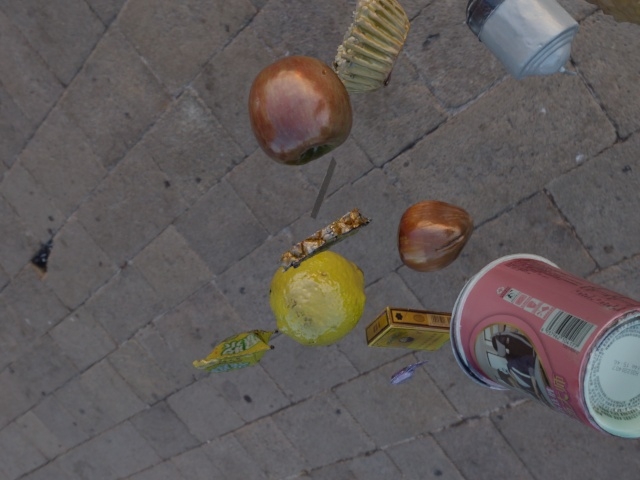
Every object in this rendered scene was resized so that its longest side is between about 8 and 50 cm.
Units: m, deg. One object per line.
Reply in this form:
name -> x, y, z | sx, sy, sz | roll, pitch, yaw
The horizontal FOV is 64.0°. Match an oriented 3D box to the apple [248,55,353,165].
apple -> -0.039, -0.236, 0.932 | 0.188, 0.188, 0.174 | -21, 83, 31

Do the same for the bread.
bread -> 0.120, -0.472, 1.239 | 0.149, 0.274, 0.274 | 26, 123, -7

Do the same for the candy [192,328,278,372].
candy -> -0.192, 0.266, 1.242 | 0.187, 0.297, 0.081 | -17, 85, -1

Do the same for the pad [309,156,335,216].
pad -> 0.012, -0.192, 1.910 | 0.003, 0.158, 0.235 | 21, 91, 7

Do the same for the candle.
candle -> 0.590, -0.599, 1.462 | 0.221, 0.221, 0.342 | -44, 74, 33

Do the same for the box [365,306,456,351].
box -> 0.345, 0.338, 1.927 | 0.301, 0.084, 0.193 | 8, 143, -20

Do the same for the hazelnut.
hazelnut -> 0.227, -0.007, 1.000 | 0.150, 0.150, 0.150 | 10, 117, 20

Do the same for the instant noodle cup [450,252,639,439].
instant noodle cup -> 0.349, 0.148, 0.724 | 0.244, 0.255, 0.244 | -2, 97, -14

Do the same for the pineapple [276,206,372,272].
pineapple -> 0.000, 0.000, 1.031 | 0.221, 0.221, 0.047 | -33, 86, 32

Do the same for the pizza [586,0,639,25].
pizza -> 0.313, -0.291, 0.412 | 0.392, 0.435, 0.080 | 38, 158, 47

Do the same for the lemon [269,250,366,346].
lemon -> -0.005, 0.203, 1.881 | 0.350, 0.387, 0.350 | 48, 164, 18

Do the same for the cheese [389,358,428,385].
cheese -> 0.321, 0.498, 1.919 | 0.042, 0.105, 0.191 | 63, 143, 28
